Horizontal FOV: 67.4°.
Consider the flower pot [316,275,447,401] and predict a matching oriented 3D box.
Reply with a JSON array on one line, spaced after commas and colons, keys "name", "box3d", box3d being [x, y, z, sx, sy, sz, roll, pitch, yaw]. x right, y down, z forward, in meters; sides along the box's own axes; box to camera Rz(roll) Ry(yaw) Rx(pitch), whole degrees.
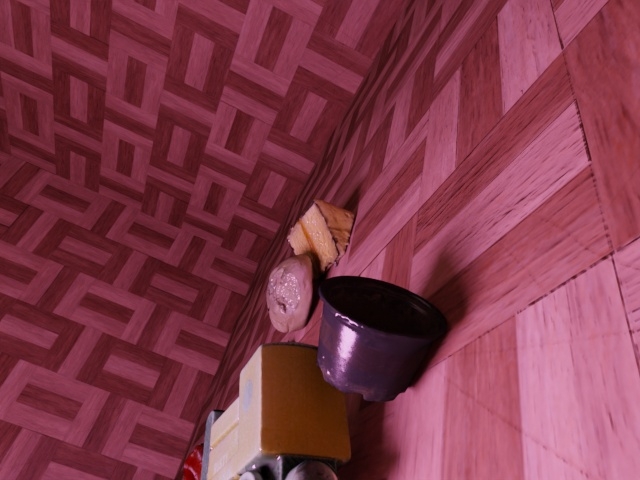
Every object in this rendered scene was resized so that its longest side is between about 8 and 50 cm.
[{"name": "flower pot", "box3d": [0.063, 0.121, 0.588, 0.157, 0.157, 0.107, -96, 18, -71]}]

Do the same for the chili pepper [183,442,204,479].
[{"name": "chili pepper", "box3d": [-0.333, 0.704, 1.402, 0.144, 0.136, 0.252, -41, 9, -21]}]

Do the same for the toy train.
[{"name": "toy train", "box3d": [-0.082, 0.324, 0.668, 0.397, 0.160, 0.253, 125, 150, -43]}]

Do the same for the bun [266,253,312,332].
[{"name": "bun", "box3d": [-0.089, 0.142, 1.305, 0.237, 0.116, 0.210, 108, 164, -54]}]

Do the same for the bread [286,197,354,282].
[{"name": "bread", "box3d": [0.000, 0.000, 1.340, 0.142, 0.178, 0.266, -34, -7, -33]}]

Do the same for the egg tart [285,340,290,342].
[{"name": "egg tart", "box3d": [-0.118, 0.330, 1.310, 0.129, 0.049, 0.129, -61, 12, 23]}]
